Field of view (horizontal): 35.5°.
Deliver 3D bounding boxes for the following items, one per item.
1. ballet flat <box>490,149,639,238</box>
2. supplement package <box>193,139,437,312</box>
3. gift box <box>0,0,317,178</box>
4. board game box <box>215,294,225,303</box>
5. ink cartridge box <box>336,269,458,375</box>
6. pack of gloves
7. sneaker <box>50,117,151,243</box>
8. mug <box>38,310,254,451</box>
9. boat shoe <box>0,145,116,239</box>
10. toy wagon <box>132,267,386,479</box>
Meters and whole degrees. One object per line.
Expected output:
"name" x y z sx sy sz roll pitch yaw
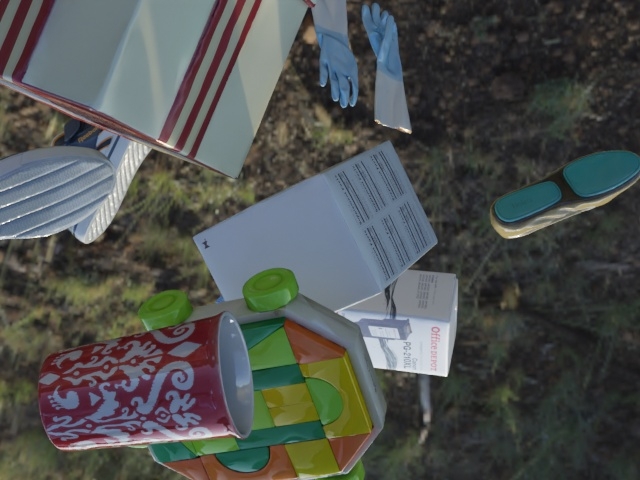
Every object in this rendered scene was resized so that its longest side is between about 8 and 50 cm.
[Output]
"ballet flat" 0.358 -0.066 1.463 0.232 0.080 0.073 -19 148 3
"supplement package" 0.000 0.000 1.199 0.194 0.203 0.149 -24 94 29
"gift box" -0.160 -0.226 0.894 0.255 0.258 0.276 22 180 22
"board game box" -0.084 0.131 2.050 0.212 0.160 0.039 25 133 16
"ink cartridge box" 0.106 0.132 1.680 0.237 0.100 0.172 6 142 10
"pack of gloves" 0.073 -0.301 1.575 0.195 0.232 0.046 14 151 -41
"sneaker" -0.327 -0.158 1.527 0.127 0.126 0.321 36 102 8
"mug" -0.151 0.148 0.907 0.169 0.113 0.150 -10 119 8
"boat shoe" -0.387 -0.054 1.146 0.302 0.094 0.109 -19 133 -28
"toy wagon" -0.108 0.176 1.081 0.344 0.068 0.267 -12 116 15
